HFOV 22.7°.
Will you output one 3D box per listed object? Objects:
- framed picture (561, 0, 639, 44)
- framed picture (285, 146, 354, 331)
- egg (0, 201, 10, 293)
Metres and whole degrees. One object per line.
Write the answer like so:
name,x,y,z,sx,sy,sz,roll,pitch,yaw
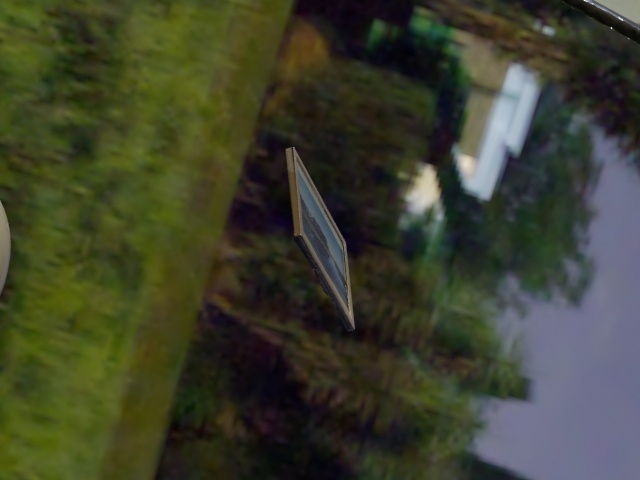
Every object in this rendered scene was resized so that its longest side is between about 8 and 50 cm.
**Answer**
framed picture,0.119,-0.215,1.028,0.244,0.323,0.013,-21,139,-54
framed picture,0.000,0.000,1.466,0.149,0.011,0.109,60,19,-47
egg,-0.417,0.032,1.492,0.269,0.219,0.219,-45,179,-13
